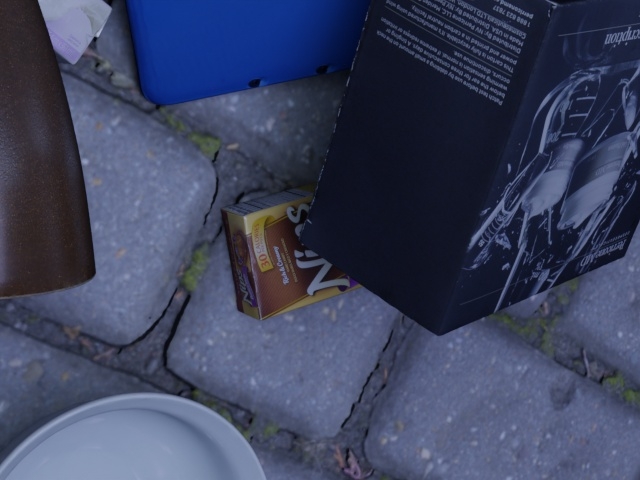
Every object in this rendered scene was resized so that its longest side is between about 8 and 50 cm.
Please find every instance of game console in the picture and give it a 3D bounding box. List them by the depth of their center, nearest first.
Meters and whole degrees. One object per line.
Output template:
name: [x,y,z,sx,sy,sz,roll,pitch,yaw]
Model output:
game console: [-0.044,-0.286,1.211,0.293,0.173,0.250,-12,81,-9]

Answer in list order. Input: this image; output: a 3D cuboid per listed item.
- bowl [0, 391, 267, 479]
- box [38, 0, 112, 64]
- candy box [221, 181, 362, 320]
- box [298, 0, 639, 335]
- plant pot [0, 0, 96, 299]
bowl: [-0.202,0.266,1.215,0.297,0.134,0.298,-6,101,-31]
box: [-0.314,-0.263,1.092,0.324,0.067,0.063,38,78,-30]
candy box: [0.000,0.000,1.340,0.186,0.053,0.109,-17,108,-27]
box: [0.187,-0.121,1.244,0.343,0.179,0.313,-17,133,-47]
plant pot: [-0.282,-0.088,1.050,0.215,0.215,0.231,-4,102,-31]
